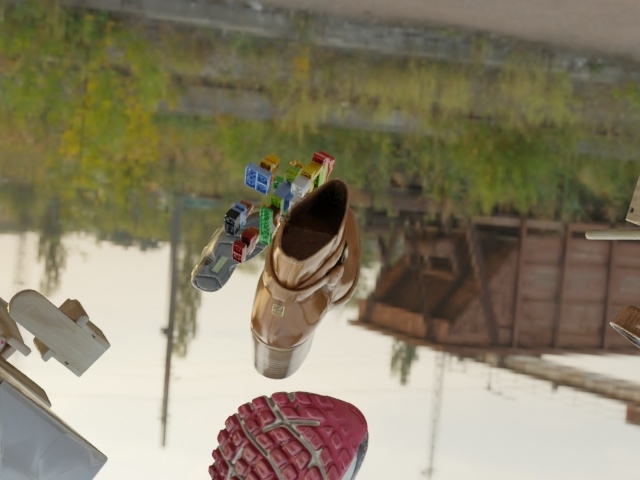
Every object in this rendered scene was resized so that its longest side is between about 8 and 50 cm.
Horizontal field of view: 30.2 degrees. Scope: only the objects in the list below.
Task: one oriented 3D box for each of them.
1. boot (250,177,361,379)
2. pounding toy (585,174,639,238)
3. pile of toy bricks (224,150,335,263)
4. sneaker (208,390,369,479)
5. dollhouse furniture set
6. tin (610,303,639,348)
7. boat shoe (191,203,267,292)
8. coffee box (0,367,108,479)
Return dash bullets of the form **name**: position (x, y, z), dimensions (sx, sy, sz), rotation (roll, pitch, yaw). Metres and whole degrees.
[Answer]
- **boot**: position (0.000, 0.000, 0.944), dimensions (0.072, 0.197, 0.152), rotation (16, 138, 4)
- **pounding toy**: position (0.376, -0.023, 1.219), dimensions (0.141, 0.100, 0.130), rotation (13, -172, -22)
- **pile of toy bricks**: position (-0.042, -0.048, 1.477), dimensions (0.118, 0.212, 0.105), rotation (27, -129, 15)
- **sneaker**: position (-0.039, 0.223, 1.013), dimensions (0.112, 0.121, 0.299), rotation (-4, 145, -36)
- **dollhouse furniture set**: position (-0.490, 0.117, 1.613), dimensions (0.174, 0.303, 0.355), rotation (47, 177, -36)
- **tin**: position (0.412, 0.128, 1.378), dimensions (0.106, 0.040, 0.189), rotation (32, -177, -25)
- **boat shoe**: position (-0.128, -0.004, 1.704), dimensions (0.068, 0.072, 0.190), rotation (29, 132, -25)
- **coffee box**: position (-0.377, 0.174, 1.230), dimensions (0.297, 0.119, 0.168), rotation (24, 161, 46)
